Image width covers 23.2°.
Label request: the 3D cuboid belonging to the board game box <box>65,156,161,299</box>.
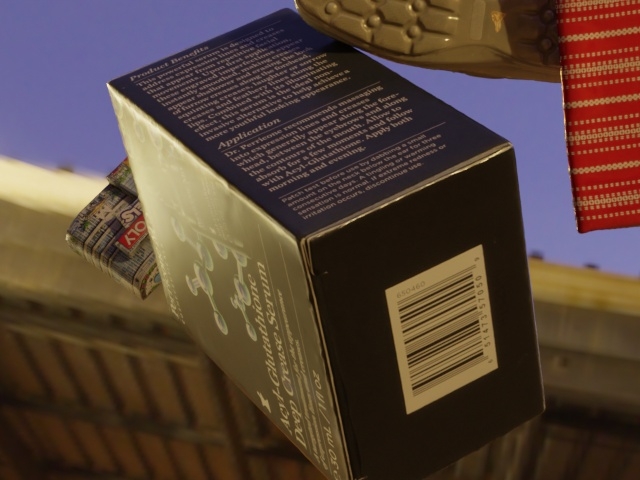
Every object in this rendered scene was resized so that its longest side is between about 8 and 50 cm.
[{"bbox_3d":[-0.203,-0.026,2.018,0.194,0.194,0.060,31,-23,30],"label":"board game box"}]

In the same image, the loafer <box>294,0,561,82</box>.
[{"bbox_3d":[0.130,-0.206,1.481,0.319,0.112,0.111,13,-4,-3],"label":"loafer"}]

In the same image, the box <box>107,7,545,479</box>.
[{"bbox_3d":[0.000,0.000,1.453,0.395,0.212,0.293,39,-32,51],"label":"box"}]

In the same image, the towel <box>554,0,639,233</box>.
[{"bbox_3d":[0.315,-0.151,1.399,0.199,0.275,0.031,-6,4,0],"label":"towel"}]
